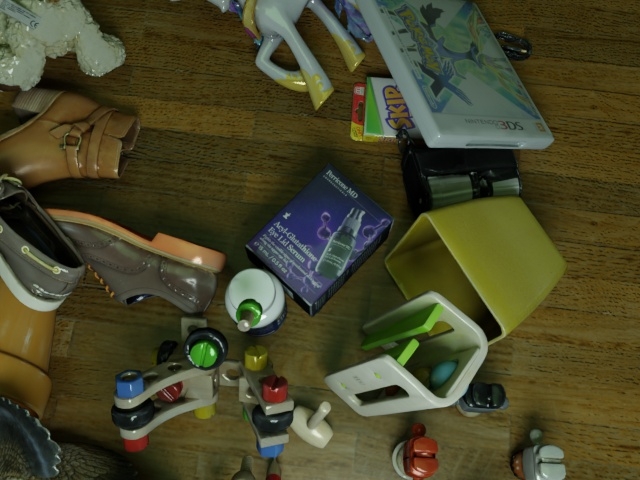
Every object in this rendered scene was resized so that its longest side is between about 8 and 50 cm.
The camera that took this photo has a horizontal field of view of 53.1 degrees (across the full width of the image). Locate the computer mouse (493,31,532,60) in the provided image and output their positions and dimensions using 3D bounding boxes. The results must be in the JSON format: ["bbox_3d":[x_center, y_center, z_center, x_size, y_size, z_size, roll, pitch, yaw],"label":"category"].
[{"bbox_3d":[0.291,-0.386,1.242,0.242,0.041,0.071,4,73,0],"label":"computer mouse"}]

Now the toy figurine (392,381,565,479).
[{"bbox_3d":[0.239,0.338,0.978,0.209,0.148,0.213,-41,76,-18],"label":"toy figurine"}]

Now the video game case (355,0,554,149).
[{"bbox_3d":[0.229,-0.298,1.093,0.300,0.036,0.329,-5,63,-37],"label":"video game case"}]

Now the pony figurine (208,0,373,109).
[{"bbox_3d":[-0.047,-0.466,1.168,0.363,0.303,0.351,41,85,-5],"label":"pony figurine"}]

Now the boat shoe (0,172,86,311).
[{"bbox_3d":[-0.487,-0.043,0.992,0.097,0.116,0.324,-42,83,20],"label":"boat shoe"}]

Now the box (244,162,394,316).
[{"bbox_3d":[0.000,0.000,1.089,0.153,0.108,0.207,41,78,11],"label":"box"}]

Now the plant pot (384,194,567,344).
[{"bbox_3d":[0.260,0.047,1.039,0.187,0.212,0.212,-26,75,-22],"label":"plant pot"}]

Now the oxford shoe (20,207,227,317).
[{"bbox_3d":[-0.346,0.034,1.069,0.364,0.130,0.132,15,86,9],"label":"oxford shoe"}]

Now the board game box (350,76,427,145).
[{"bbox_3d":[0.188,-0.240,1.202,0.259,0.039,0.124,3,73,3],"label":"board game box"}]

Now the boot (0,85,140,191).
[{"bbox_3d":[-0.460,-0.133,1.137,0.220,0.109,0.283,16,66,0],"label":"boot"}]

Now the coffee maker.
[{"bbox_3d":[0.241,-0.125,1.114,0.178,0.120,0.171,-9,88,-11],"label":"coffee maker"}]

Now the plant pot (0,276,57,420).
[{"bbox_3d":[-0.506,0.163,1.000,0.205,0.205,0.188,8,58,2],"label":"plant pot"}]

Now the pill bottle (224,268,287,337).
[{"bbox_3d":[-0.102,0.098,1.026,0.094,0.169,0.094,0,74,0],"label":"pill bottle"}]

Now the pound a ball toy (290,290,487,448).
[{"bbox_3d":[0.092,0.220,0.943,0.136,0.319,0.208,41,65,-1],"label":"pound a ball toy"}]

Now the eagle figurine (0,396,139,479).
[{"bbox_3d":[-0.445,0.328,0.925,0.298,0.226,0.225,-27,94,5],"label":"eagle figurine"}]

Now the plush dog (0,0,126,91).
[{"bbox_3d":[-0.515,-0.402,1.151,0.262,0.210,0.225,-26,42,-35],"label":"plush dog"}]

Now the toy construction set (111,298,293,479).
[{"bbox_3d":[-0.144,0.242,0.978,0.257,0.237,0.309,-22,104,7],"label":"toy construction set"}]
